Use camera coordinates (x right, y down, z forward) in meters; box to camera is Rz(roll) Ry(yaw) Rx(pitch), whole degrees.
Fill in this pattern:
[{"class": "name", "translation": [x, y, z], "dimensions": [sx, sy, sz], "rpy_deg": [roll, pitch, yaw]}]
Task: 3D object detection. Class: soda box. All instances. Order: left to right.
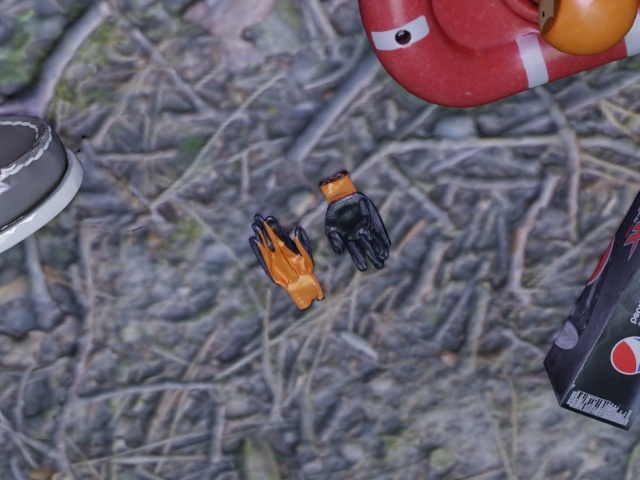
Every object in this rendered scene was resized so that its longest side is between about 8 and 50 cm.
[{"class": "soda box", "translation": [0.208, 0.035, 1.165], "dimensions": [0.053, 0.060, 0.169], "rpy_deg": [20, 114, -15]}]

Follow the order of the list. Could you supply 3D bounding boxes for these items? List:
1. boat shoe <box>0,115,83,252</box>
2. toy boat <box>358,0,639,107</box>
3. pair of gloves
[{"class": "boat shoe", "translation": [-0.295, -0.025, 1.073], "dimensions": [0.305, 0.109, 0.091], "rpy_deg": [-13, 123, 8]}, {"class": "toy boat", "translation": [0.135, -0.150, 1.011], "dimensions": [0.231, 0.151, 0.151], "rpy_deg": [-18, 117, 6]}, {"class": "pair of gloves", "translation": [0.000, 0.000, 1.162], "dimensions": [0.083, 0.010, 0.074], "rpy_deg": [-28, 115, 8]}]
